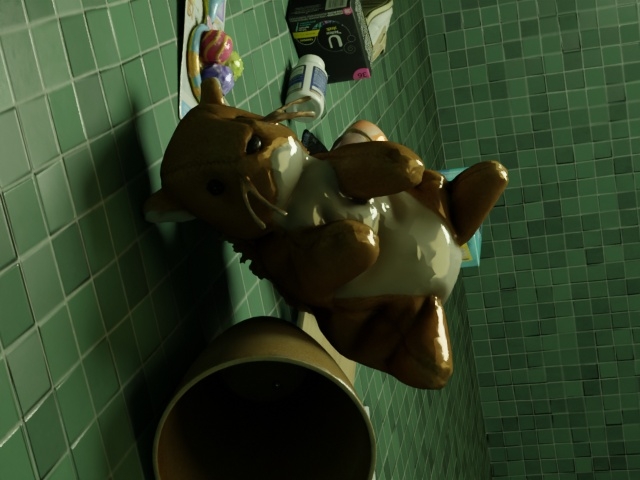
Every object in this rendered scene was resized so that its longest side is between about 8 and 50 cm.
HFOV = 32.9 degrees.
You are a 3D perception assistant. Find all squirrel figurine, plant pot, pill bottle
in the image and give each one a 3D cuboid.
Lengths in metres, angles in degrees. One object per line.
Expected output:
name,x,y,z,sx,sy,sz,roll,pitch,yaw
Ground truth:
squirrel figurine,-0.036,-0.026,1.311,0.397,0.370,0.281,-1,-114,67
plant pot,-0.067,0.192,1.264,0.254,0.237,0.237,-102,-179,-72
pill bottle,-0.023,-0.265,1.873,0.067,0.067,0.120,70,20,-43

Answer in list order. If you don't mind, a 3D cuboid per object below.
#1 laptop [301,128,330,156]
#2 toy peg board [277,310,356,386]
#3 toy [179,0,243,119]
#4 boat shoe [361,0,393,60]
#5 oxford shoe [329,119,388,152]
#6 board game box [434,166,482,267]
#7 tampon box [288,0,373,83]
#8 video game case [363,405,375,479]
laptop,0.000,0.000,1.770,0.264,0.136,0.234,43,34,-28
toy peg board,-0.022,0.210,1.696,0.160,0.079,0.161,53,29,-33
toy,-0.138,-0.253,1.445,0.137,0.056,0.237,41,45,-67
boat shoe,0.085,-0.436,2.302,0.302,0.113,0.103,-53,137,-55
oxford shoe,0.059,-0.049,2.072,0.133,0.130,0.363,-39,136,-34
board game box,0.222,-0.046,2.354,0.336,0.254,0.079,-70,151,-59
tampon box,0.021,-0.379,1.981,0.101,0.120,0.161,-83,160,-43
video game case,0.050,0.307,1.508,0.157,0.019,0.143,18,67,-74
